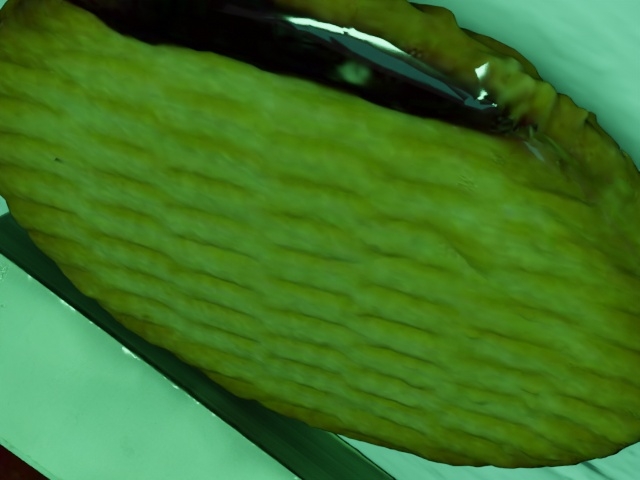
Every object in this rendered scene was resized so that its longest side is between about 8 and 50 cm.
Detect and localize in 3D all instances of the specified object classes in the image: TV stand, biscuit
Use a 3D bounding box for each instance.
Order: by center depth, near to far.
[{"bbox_3d":[0.000,0.000,0.583,0.317,0.040,0.318,21,150,13],"label":"biscuit"},{"bbox_3d":[-0.081,0.100,0.734,0.269,0.083,0.088,37,105,0],"label":"TV stand"}]

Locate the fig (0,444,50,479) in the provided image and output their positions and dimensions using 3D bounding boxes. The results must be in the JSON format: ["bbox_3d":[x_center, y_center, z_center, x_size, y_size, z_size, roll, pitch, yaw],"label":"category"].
[{"bbox_3d":[-0.225,0.186,0.858,0.224,0.224,0.263,32,144,6],"label":"fig"}]
